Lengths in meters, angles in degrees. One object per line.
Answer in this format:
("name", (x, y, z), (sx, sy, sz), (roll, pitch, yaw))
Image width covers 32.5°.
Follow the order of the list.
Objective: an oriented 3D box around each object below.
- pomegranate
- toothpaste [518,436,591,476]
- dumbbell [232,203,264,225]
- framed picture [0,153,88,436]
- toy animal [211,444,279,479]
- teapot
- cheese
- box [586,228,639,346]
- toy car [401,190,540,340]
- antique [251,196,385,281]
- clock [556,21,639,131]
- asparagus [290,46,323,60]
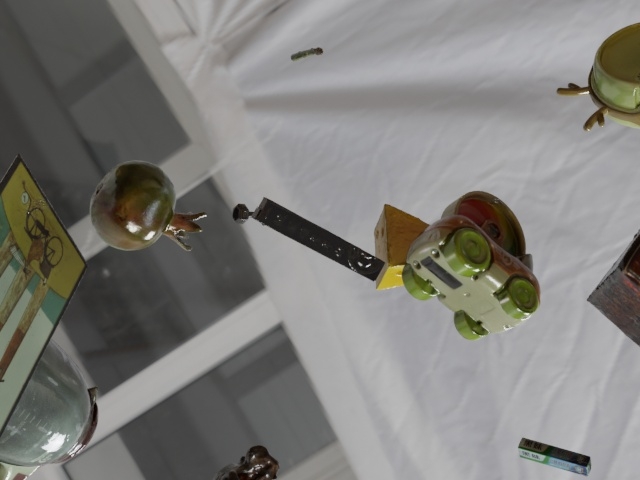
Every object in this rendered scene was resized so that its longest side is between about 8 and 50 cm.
("pomegranate", (-0.340, -0.057, 2.167), (0.224, 0.181, 0.181), (24, -156, -20))
("toothpaste", (0.270, 0.250, 1.265), (0.017, 0.083, 0.020), (-56, -36, -34))
("dumbbell", (-0.128, -0.049, 2.115), (0.083, 0.040, 0.036), (4, -117, -34))
("framed picture", (-0.435, 0.078, 1.519), (0.244, 0.013, 0.324), (69, -150, -45))
("toy animal", (-0.152, 0.449, 1.923), (0.106, 0.343, 0.168), (41, -128, 9))
("teapot", (-0.537, 0.289, 1.821), (0.312, 0.315, 0.233), (46, -178, -38))
("cheese", (0.185, 0.021, 1.887), (0.093, 0.171, 0.126), (107, 166, -56))
("box", (0.509, 0.144, 1.254), (0.415, 0.116, 0.264), (42, 177, 12))
("toy car", (0.266, 0.024, 1.781), (0.235, 0.145, 0.235), (16, -120, -28))
("antique", (0.000, 0.000, 1.337), (0.192, 0.031, 0.015), (28, -176, -31))
("clock", (0.572, -0.287, 1.889), (0.235, 0.308, 0.096), (-113, 2, -47))
("asparagus", (-0.020, -0.300, 1.760), (0.114, 0.014, 0.015), (-175, 87, -65))
